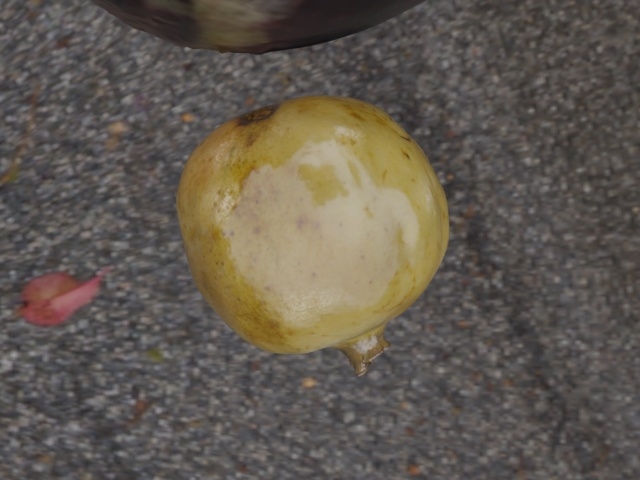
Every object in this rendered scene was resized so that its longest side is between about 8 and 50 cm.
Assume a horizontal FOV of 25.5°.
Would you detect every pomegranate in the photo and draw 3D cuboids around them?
[{"bbox_3d":[0.000,0.000,0.961,0.196,0.196,0.196,3,85,-30],"label":"pomegranate"}]

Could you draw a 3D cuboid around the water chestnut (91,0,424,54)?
[{"bbox_3d":[-0.026,-0.217,0.447,0.300,0.300,0.300,3,85,-30],"label":"water chestnut"}]
